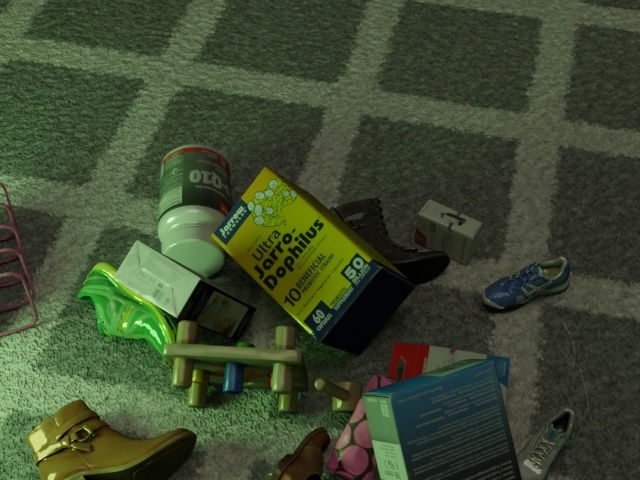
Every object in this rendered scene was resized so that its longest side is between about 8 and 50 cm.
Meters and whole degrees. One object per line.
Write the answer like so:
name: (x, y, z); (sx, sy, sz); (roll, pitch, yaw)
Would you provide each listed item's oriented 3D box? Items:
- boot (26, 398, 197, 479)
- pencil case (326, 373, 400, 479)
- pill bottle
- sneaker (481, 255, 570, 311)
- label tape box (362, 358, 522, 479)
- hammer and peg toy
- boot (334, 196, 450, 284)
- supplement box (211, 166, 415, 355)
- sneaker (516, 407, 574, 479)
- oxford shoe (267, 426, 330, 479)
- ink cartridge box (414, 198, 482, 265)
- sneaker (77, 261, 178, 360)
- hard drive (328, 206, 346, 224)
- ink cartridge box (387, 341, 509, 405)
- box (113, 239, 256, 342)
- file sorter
boot: (-0.398, 0.384, 1.811); (0.283, 0.109, 0.220); (-33, 52, -15)
pencil case: (0.097, 0.353, 1.781); (0.098, 0.095, 0.209); (27, 85, 16)
pill bottle: (-0.280, -0.064, 2.136); (0.161, 0.161, 0.283); (-4, 50, -3)
sneaker: (0.439, 0.086, 2.053); (0.211, 0.081, 0.080); (-20, 54, -14)
label tape box: (0.229, 0.403, 1.709); (0.241, 0.106, 0.333); (-13, 90, -30)
hammer and peg toy: (-0.100, 0.241, 1.812); (0.361, 0.266, 0.127); (3, 69, 4)
boot: (0.139, -0.009, 2.131); (0.263, 0.091, 0.229); (-8, 51, -3)
supplement box: (-0.017, 0.042, 1.978); (0.356, 0.195, 0.194); (42, 96, 30)
sneaker: (0.420, 0.385, 1.802); (0.071, 0.083, 0.190); (30, 57, 21)
oxford shoe: (-0.023, 0.412, 1.755); (0.076, 0.076, 0.212); (30, 25, 13)
ink cartridge box: (0.284, -0.018, 2.131); (0.135, 0.099, 0.056); (26, 54, 20)
sneaker: (-0.391, 0.168, 1.996); (0.295, 0.109, 0.123); (38, 81, 27)
hard drive: (0.000, 0.000, 2.120); (0.135, 0.022, 0.094); (-41, 48, 10)
ink cartridge box: (0.248, 0.287, 1.887); (0.231, 0.078, 0.134); (9, 50, 8)
box: (-0.262, 0.106, 1.908); (0.169, 0.290, 0.087); (29, 85, 24)
file sorter: (-0.718, 0.045, 2.024); (0.182, 0.202, 0.290); (-16, 51, -14)
